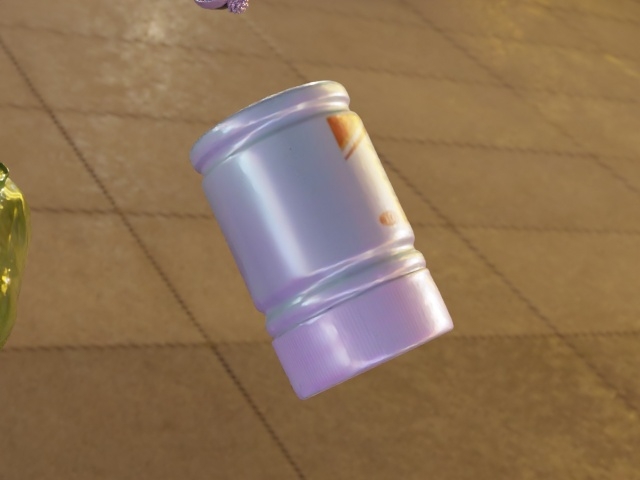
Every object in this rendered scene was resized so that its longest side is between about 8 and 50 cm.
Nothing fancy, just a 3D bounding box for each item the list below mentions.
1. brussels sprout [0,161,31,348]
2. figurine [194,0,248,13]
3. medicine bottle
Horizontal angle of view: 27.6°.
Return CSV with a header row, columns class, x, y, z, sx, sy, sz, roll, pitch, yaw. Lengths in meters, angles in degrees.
class,x,y,z,sx,sy,sz,roll,pitch,yaw
brussels sprout,-0.448,0.022,1.358,0.328,0.328,0.247,27,37,10
figurine,-0.116,-0.316,1.443,0.072,0.129,0.054,4,24,25
medicine bottle,0.000,0.000,1.483,0.202,0.202,0.316,-16,80,-52
